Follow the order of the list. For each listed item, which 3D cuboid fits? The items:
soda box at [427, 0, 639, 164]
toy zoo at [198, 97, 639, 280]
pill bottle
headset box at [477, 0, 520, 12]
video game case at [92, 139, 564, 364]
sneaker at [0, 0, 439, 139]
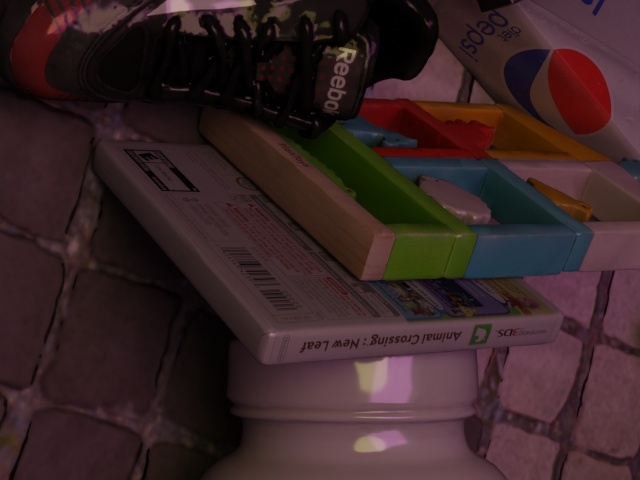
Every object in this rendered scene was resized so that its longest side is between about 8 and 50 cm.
[{"bbox_3d":[0.177,-0.134,0.918,0.286,0.091,0.098,45,65,-24],"label":"soda box"},{"bbox_3d":[0.095,-0.038,0.805,0.293,0.192,0.030,-2,119,-35],"label":"toy zoo"},{"bbox_3d":[0.018,0.222,0.729,0.188,0.188,0.333,2,86,-35],"label":"pill bottle"},{"bbox_3d":[0.122,-0.184,0.811,0.083,0.032,0.062,-29,104,-31],"label":"headset box"},{"bbox_3d":[0.000,0.000,0.729,0.193,0.212,0.023,-1,119,-35],"label":"video game case"},{"bbox_3d":[-0.044,-0.117,0.727,0.276,0.135,0.097,-15,139,-35],"label":"sneaker"}]
